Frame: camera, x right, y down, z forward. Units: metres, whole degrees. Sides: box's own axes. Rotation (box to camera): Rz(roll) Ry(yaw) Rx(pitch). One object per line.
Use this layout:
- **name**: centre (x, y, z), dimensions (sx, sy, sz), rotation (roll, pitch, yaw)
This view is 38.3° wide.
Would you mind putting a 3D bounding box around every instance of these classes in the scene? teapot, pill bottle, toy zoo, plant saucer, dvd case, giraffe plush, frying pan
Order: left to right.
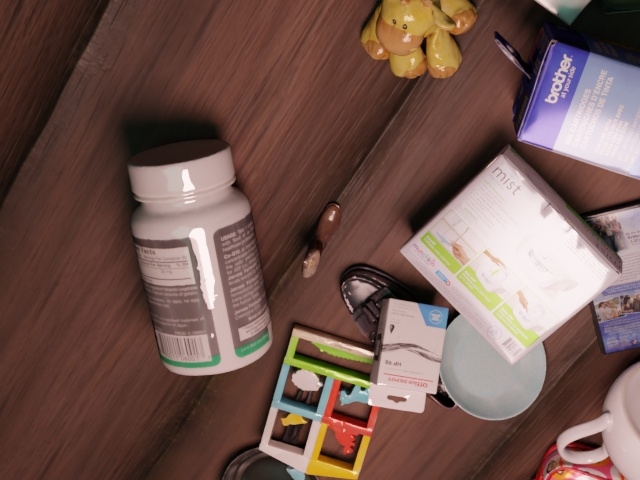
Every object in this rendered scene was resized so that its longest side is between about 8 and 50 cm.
- **pill bottle**: centre (-0.204, 0.026, 1.549), dimensions (0.204, 0.204, 0.361), rotation (-4, 109, 13)
- **frying pan**: centre (-0.097, 0.420, 1.755), dimensions (0.197, 0.053, 0.326), rotation (-3, 99, 8)
- **toy zoo**: centre (0.005, 0.315, 1.681), dimensions (0.192, 0.030, 0.293), rotation (16, 104, 3)
- **giraffe plush**: centre (0.139, -0.335, 1.365), dimensions (0.181, 0.170, 0.210), rotation (4, 110, 10)
- **plant saucer**: centre (0.288, 0.208, 1.573), dimensions (0.194, 0.037, 0.195), rotation (2, 79, -12)
- **dvd case**: centre (0.524, 0.057, 1.513), dimensions (0.180, 0.022, 0.253), rotation (-14, 107, 17)
- **teapot**: centre (0.564, 0.327, 1.510), dimensions (0.256, 0.252, 0.187), rotation (39, 147, 25)

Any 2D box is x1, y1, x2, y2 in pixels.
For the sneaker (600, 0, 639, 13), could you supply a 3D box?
- **sneaker**: centre (0.491, -0.380, 1.339), dimensions (0.192, 0.086, 0.064), rotation (-18, 74, -10)

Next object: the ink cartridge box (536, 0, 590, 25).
- **ink cartridge box**: centre (0.297, -0.410, 1.315), dimensions (0.212, 0.154, 0.093), rotation (34, 113, -3)

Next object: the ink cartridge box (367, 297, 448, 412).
- **ink cartridge box**: centre (0.144, 0.192, 1.522), dimensions (0.104, 0.060, 0.180), rotation (10, 84, -8)

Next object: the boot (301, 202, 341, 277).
- **boot**: centre (0.000, 0.000, 1.546), dimensions (0.037, 0.114, 0.106), rotation (22, 113, 2)

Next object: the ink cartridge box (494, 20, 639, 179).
- **ink cartridge box**: centre (0.424, -0.193, 1.307), dimensions (0.395, 0.270, 0.151), rotation (17, 110, 4)

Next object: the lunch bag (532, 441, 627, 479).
- **lunch bag**: centre (0.458, 0.511, 1.639), dimensions (0.258, 0.120, 0.293), rotation (15, 112, 6)

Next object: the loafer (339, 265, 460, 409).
- **loafer**: centre (0.148, 0.168, 1.588), dimensions (0.109, 0.095, 0.302), rotation (-41, 98, 21)

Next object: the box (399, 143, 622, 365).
- **box**: centre (0.303, 0.021, 1.470), dimensions (0.262, 0.127, 0.231), rotation (45, 111, 2)
